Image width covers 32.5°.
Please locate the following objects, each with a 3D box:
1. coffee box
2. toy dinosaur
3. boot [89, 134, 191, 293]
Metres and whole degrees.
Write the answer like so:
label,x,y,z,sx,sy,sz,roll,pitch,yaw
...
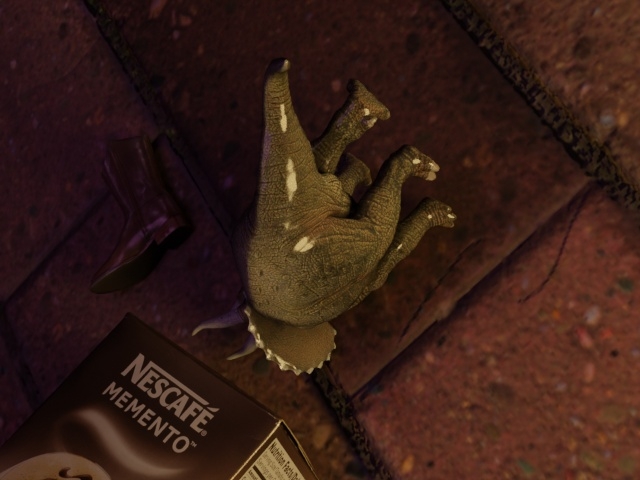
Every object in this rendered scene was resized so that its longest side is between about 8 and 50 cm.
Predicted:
label,x,y,z,sx,sy,sz,roll,pitch,yaw
coffee box,-0.158,0.217,0.736,0.168,0.119,0.297,27,66,36
toy dinosaur,0.000,0.000,0.706,0.121,0.313,0.160,34,74,10
boot,-0.170,-0.025,0.930,0.106,0.037,0.114,-35,63,8
